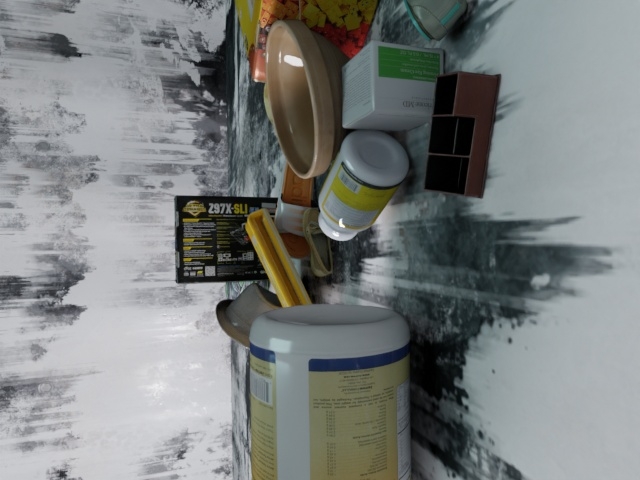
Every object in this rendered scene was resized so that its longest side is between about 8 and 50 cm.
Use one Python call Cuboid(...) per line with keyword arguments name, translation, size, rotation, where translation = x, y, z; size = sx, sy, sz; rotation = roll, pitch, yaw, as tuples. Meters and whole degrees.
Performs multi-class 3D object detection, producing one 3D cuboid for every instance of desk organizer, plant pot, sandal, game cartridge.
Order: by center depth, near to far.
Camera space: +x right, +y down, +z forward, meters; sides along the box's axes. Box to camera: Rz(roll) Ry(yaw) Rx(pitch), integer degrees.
Cuboid(name="desk organizer", translation=(0.151, -0.114, 0.479), size=(0.047, 0.050, 0.130), rotation=(-142, 53, -67))
Cuboid(name="plant pot", translation=(-0.003, -0.226, 0.698), size=(0.237, 0.110, 0.237), rotation=(164, 90, -74))
Cuboid(name="game cartridge", translation=(-0.097, 0.078, 1.012), size=(0.285, 0.053, 0.324), rotation=(65, 168, -2))
Cuboid(name="sandal", translation=(-0.053, -0.088, 1.013), size=(0.076, 0.102, 0.265), rotation=(180, 91, -74))

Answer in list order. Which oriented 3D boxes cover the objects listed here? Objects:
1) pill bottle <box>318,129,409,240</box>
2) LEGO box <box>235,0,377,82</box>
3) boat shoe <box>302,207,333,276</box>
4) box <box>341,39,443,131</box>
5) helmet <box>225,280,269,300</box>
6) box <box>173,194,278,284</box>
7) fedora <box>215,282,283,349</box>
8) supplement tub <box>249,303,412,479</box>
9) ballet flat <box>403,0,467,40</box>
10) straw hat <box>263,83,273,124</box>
Cuboid(name="pill bottle", translation=(0.056, -0.077, 0.684), size=(0.184, 0.103, 0.103), rotation=(118, 146, -56))
Cuboid(name="LEGO box", translation=(-0.044, -0.588, 0.813), size=(0.372, 0.193, 0.499), rotation=(111, 151, -49))
Cuboid(name="boat shoe", translation=(-0.002, 0.001, 0.943), size=(0.048, 0.056, 0.152), rotation=(-26, 67, 59))
Cuboid(name="box", translation=(0.091, -0.197, 0.574), size=(0.102, 0.101, 0.087), rotation=(-172, 81, -71))
Cuboid(name="helmet", translation=(-0.258, 0.164, 1.544), size=(0.161, 0.170, 0.169), rotation=(-91, 8, -65))
Cuboid(name="box", translation=(-0.268, -0.002, 1.312), size=(0.079, 0.322, 0.256), rotation=(163, 105, -69))
Cuboid(name="fedora", translation=(-0.162, 0.203, 1.231), size=(0.124, 0.244, 0.275), rotation=(-59, 3, 4))
Cuboid(name="supplement tub", translation=(0.015, 0.261, 0.625), size=(0.228, 0.229, 0.315), rotation=(180, 89, -72))
Cuboid(name="ballet flat", translation=(0.125, -0.330, 0.552), size=(0.068, 0.072, 0.213), rotation=(-41, 47, 31))
Cuboid(name="straw hat", translation=(-0.096, -0.375, 1.191), size=(0.144, 0.061, 0.144), rotation=(41, 140, 47))
